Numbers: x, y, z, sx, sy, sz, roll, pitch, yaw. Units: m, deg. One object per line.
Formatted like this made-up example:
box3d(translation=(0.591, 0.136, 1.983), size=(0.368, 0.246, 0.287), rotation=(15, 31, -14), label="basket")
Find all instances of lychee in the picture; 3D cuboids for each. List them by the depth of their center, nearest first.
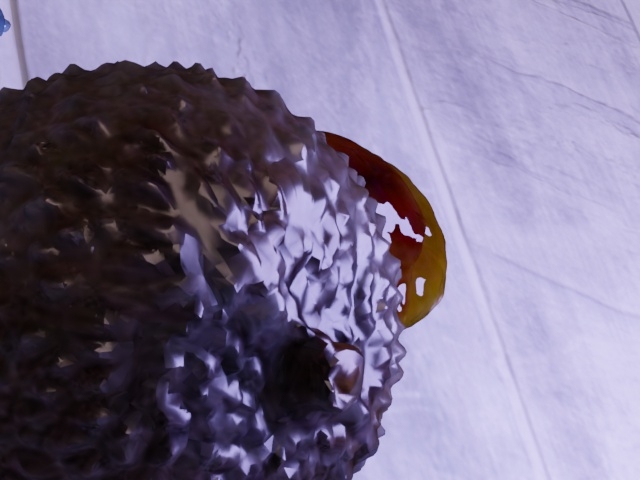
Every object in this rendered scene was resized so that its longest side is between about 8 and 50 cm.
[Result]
box3d(translation=(-0.098, 0.047, 0.908), size=(0.300, 0.300, 0.300), rotation=(25, 39, -23), label="lychee")

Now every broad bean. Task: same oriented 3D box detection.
box3d(translation=(0.002, 0.000, 1.165), size=(0.228, 0.122, 0.156), rotation=(4, 48, -36), label="broad bean")

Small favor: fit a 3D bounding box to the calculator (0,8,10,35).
box3d(translation=(-0.301, -0.175, 1.092), size=(0.210, 0.039, 0.121), rotation=(17, 15, -32), label="calculator")
